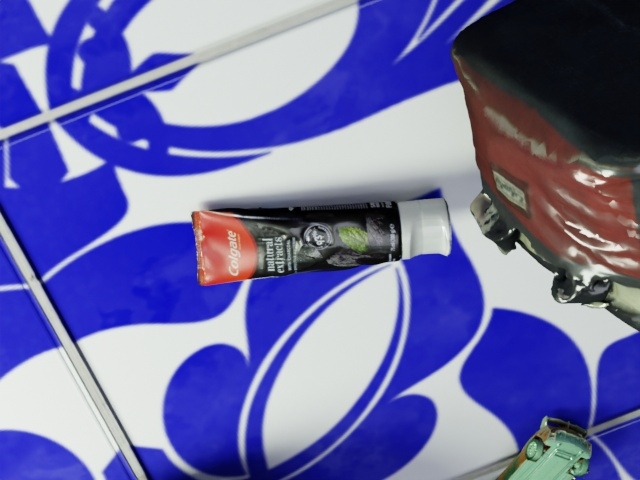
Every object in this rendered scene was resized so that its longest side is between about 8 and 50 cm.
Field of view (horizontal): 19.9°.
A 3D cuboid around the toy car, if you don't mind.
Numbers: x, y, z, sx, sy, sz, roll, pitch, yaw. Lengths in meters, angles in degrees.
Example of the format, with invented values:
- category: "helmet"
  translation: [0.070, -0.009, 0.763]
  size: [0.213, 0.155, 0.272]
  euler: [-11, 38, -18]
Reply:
- category: "toy car"
  translation: [0.184, 0.206, 1.583]
  size: [0.059, 0.035, 0.122]
  euler: [20, 127, -27]

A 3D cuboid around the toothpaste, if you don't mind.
- category: "toothpaste"
  translation: [0.000, 0.000, 1.379]
  size: [0.194, 0.045, 0.071]
  euler: [-4, 127, -4]

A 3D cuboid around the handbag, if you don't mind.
- category: "handbag"
  translation: [0.203, -0.052, 1.257]
  size: [0.181, 0.254, 0.181]
  euler: [-28, 128, -16]
